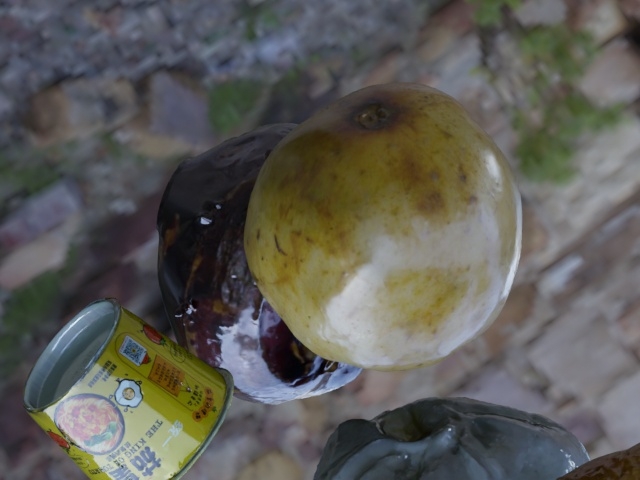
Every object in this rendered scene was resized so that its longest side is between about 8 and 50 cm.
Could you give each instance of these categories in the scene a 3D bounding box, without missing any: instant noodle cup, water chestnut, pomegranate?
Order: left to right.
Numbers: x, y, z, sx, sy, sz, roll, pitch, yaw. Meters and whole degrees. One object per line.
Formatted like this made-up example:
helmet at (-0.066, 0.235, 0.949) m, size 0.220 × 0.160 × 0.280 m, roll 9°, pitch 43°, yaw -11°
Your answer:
instant noodle cup at (-0.199, 0.154, 1.863) m, size 0.182 × 0.144 × 0.182 m, roll -38°, pitch -156°, yaw 20°
water chestnut at (-0.016, 0.039, 2.206) m, size 0.335 × 0.347 × 0.335 m, roll -29°, pitch 127°, yaw -47°
pomegranate at (0.060, -0.007, 1.711) m, size 0.260 × 0.260 × 0.260 m, roll -30°, pitch 164°, yaw -10°

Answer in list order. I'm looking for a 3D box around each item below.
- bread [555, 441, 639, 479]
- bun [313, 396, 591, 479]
bread at (0.312, 0.284, 1.544) m, size 0.328 × 0.337 × 0.148 m, roll -16°, pitch 125°, yaw 13°
bun at (0.140, 0.279, 2.095) m, size 0.355 × 0.194 × 0.354 m, roll -12°, pitch -165°, yaw 3°
